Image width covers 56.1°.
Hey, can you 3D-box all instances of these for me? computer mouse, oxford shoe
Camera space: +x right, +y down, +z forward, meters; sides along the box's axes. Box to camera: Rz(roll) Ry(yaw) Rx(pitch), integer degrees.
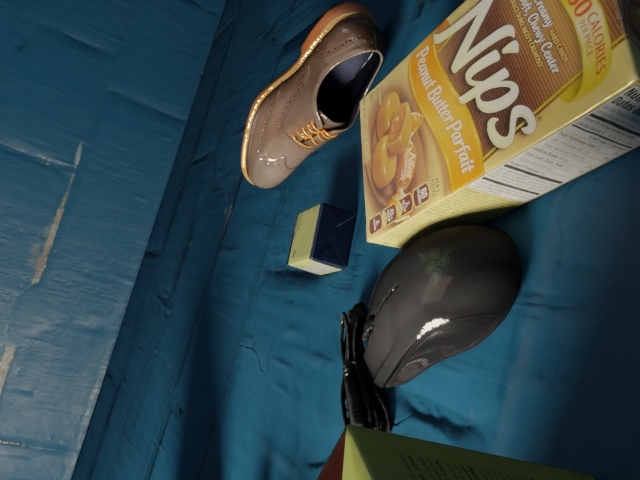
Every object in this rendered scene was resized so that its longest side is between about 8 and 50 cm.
[{"bbox_3d":[0.083,0.081,0.604,0.272,0.072,0.188,-50,31,38],"label":"computer mouse"},{"bbox_3d":[-0.025,-0.204,0.981,0.363,0.130,0.132,-53,36,34],"label":"oxford shoe"}]

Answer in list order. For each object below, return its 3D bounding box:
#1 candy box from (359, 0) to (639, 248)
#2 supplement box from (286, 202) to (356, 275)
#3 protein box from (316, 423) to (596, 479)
[{"bbox_3d":[0.158,-0.126,0.559,0.316,0.087,0.183,-35,51,54],"label":"candy box"},{"bbox_3d":[0.000,0.000,0.856,0.083,0.056,0.083,-19,56,60],"label":"supplement box"},{"bbox_3d":[0.099,0.227,0.304,0.136,0.201,0.200,-64,25,15],"label":"protein box"}]
